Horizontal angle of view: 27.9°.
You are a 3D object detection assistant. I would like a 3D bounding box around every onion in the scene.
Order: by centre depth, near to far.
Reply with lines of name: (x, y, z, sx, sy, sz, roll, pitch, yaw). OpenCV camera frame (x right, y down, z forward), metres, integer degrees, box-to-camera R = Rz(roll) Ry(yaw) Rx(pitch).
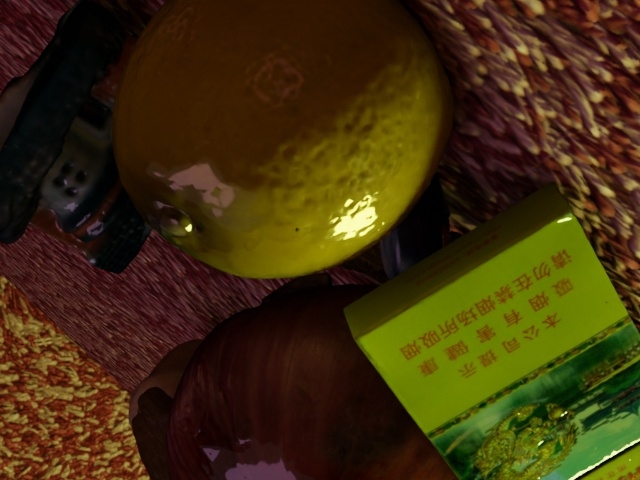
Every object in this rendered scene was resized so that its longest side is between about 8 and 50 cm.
onion: (0.034, 0.187, 1.210, 0.353, 0.354, 0.354, 36, 161, 15)

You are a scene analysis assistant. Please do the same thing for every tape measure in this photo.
tape measure: (0.131, -0.005, 1.054, 0.179, 0.104, 0.107, 5, 130, 7)

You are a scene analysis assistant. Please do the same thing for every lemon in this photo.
lemon: (-0.040, -0.079, 0.936, 0.240, 0.219, 0.240, 35, 157, 18)

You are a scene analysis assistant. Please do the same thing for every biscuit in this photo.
biscuit: (-0.166, 0.328, 1.760, 0.257, 0.049, 0.273, 27, 138, 36)

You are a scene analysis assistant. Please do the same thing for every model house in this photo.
model house: (-0.194, -0.068, 1.289, 0.291, 0.253, 0.184, 31, -179, -26)

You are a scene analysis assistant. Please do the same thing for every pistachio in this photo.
pistachio: (-0.177, 0.283, 2.009, 0.230, 0.230, 0.309, 32, 155, 26)

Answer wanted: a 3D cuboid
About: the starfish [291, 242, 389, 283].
starfish: (0.002, -0.004, 1.238, 0.302, 0.060, 0.299, 20, 165, 16)

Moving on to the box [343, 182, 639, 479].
box: (0.177, 0.125, 1.028, 0.335, 0.187, 0.047, 54, -173, -34)
